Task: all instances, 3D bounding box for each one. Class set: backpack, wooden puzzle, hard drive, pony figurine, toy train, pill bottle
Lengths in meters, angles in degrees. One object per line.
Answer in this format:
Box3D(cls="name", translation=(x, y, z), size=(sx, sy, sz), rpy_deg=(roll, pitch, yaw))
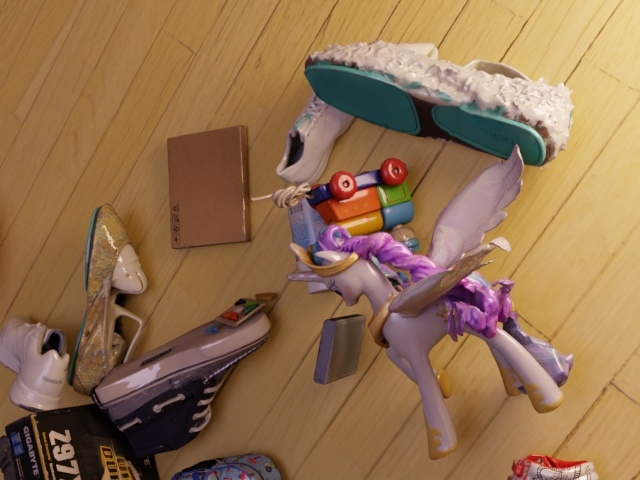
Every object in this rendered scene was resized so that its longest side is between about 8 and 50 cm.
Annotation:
Box3D(cls="backpack", translation=(-0.145, 0.430, 1.465), size=(0.173, 0.117, 0.158), rpy_deg=(-18, 80, 26))
Box3D(cls="wooden puzzle", translation=(-0.133, 0.115, 1.482), size=(0.078, 0.116, 0.014), rpy_deg=(-1, 120, 46))
Box3D(cls="hard drive", translation=(0.030, 0.162, 1.362), size=(0.022, 0.135, 0.094), rpy_deg=(11, 93, 21))
Box3D(cls="pony figurine", translation=(0.166, 0.083, 1.201), size=(0.351, 0.303, 0.363), rpy_deg=(-33, 100, 33))
Box3D(cls="toy train", translation=(0.028, -0.023, 1.326), size=(0.105, 0.248, 0.143), rpy_deg=(-24, 84, 65))
Box3D(cls="pill bottle", translation=(0.000, 0.000, 1.415), size=(0.087, 0.087, 0.160), rpy_deg=(-14, 81, 29))

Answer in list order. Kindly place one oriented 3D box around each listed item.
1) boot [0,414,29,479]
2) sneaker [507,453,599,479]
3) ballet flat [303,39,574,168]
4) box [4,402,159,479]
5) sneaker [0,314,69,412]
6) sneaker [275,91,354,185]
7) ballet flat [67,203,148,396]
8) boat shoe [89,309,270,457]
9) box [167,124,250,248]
Box3D(cls="boot", translation=(-0.537, 0.400, 1.718), size=(0.246, 0.083, 0.161), rpy_deg=(-36, 63, 20))
Box3D(cls="sneaker", translation=(0.262, 0.376, 1.246), size=(0.270, 0.090, 0.145), rpy_deg=(-16, 79, 25))
Box3D(cls="ballet flat", translation=(0.177, -0.216, 1.312), size=(0.409, 0.147, 0.147), rpy_deg=(23, 99, 24))
Box3D(cls="box", translation=(-0.375, 0.438, 1.516), size=(0.079, 0.257, 0.322), rpy_deg=(-25, 75, 28))
Box3D(cls="sneaker", translation=(-0.516, 0.205, 1.664), size=(0.297, 0.111, 0.129), rpy_deg=(37, 101, 53))
Box3D(cls="sneaker", translation=(-0.008, -0.187, 1.425), size=(0.080, 0.094, 0.212), rpy_deg=(27, 101, 30))
Box3D(cls="ballet flat", translation=(-0.369, 0.112, 1.622), size=(0.123, 0.123, 0.348), rpy_deg=(10, 92, 30))
Box3D(cls="boat shoe", translation=(-0.208, 0.245, 1.524), size=(0.341, 0.127, 0.158), rpy_deg=(-24, 104, 17))
Box3D(cls="box", translation=(-0.196, -0.090, 1.571), size=(0.164, 0.021, 0.201), rpy_deg=(-5, 85, 30))
